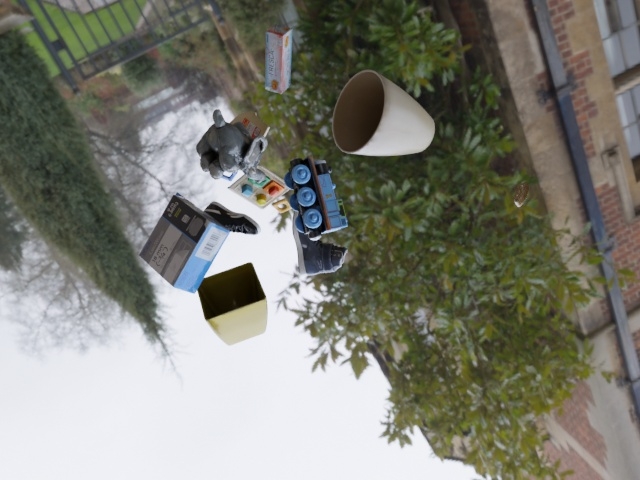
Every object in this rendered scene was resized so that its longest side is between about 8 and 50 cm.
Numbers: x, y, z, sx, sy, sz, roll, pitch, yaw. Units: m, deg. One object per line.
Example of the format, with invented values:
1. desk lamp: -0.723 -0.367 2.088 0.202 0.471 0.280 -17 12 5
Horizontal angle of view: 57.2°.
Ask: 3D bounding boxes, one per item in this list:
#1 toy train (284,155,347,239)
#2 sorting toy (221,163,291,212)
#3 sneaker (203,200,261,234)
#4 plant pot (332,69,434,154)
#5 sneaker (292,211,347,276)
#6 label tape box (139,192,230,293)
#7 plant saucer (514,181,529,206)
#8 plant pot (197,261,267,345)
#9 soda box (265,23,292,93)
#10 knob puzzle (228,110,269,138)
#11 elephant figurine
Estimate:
1. toy train: -0.011 -0.095 1.273 0.105 0.184 0.080 -13 176 -24
2. sorting toy: -0.231 -0.194 2.253 0.196 0.347 0.047 -31 -136 33
3. sneaker: -0.319 -0.043 1.990 0.216 0.079 0.121 24 -128 20
4. plant pot: 0.220 -0.372 1.859 0.273 0.257 0.256 10 -179 -35
5. sneaker: 0.001 0.000 1.883 0.163 0.227 0.086 -5 -164 18
6. label tape box: -0.481 -0.012 1.944 0.333 0.105 0.241 33 -86 37
7. plant saucer: 0.638 -0.149 1.872 0.015 0.084 0.083 18 -151 -3
8. plant pot: -0.291 0.236 2.040 0.212 0.187 0.212 -20 -141 -9
9. soda box: -0.122 -0.525 1.702 0.058 0.183 0.063 21 -135 15
10. knob puzzle: -0.258 -0.350 2.003 0.213 0.213 0.030 -4 172 41
11. elephant figurine: -0.236 -0.272 1.744 0.239 0.170 0.186 -15 168 -47
